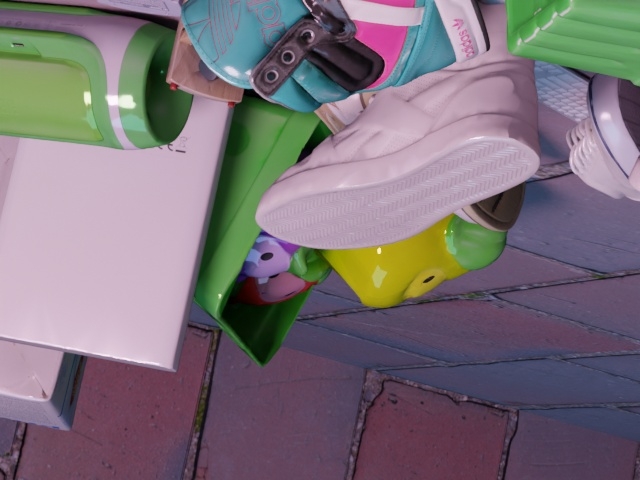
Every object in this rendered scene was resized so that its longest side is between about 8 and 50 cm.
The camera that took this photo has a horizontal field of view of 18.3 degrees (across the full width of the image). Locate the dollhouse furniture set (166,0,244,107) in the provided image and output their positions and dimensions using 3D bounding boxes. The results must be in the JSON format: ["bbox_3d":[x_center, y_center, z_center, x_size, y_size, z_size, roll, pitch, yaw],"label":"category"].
[{"bbox_3d":[-0.005,-0.165,1.577,0.184,0.129,0.129,16,168,-23],"label":"dollhouse furniture set"}]

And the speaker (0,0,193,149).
[{"bbox_3d":[-0.276,-0.159,1.901,0.297,0.131,0.131,7,168,22],"label":"speaker"}]

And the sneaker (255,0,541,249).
[{"bbox_3d":[0.070,-0.102,1.684,0.292,0.169,0.108,-19,143,39],"label":"sneaker"}]

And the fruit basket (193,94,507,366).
[{"bbox_3d":[0.000,0.000,2.141,0.392,0.283,0.392,29,172,4],"label":"fruit basket"}]

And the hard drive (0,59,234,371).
[{"bbox_3d":[-0.208,-0.039,1.955,0.203,0.307,0.040,10,170,10],"label":"hard drive"}]

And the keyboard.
[{"bbox_3d":[0.222,-0.135,1.796,0.072,0.014,0.256,1,165,44],"label":"keyboard"}]

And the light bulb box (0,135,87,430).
[{"bbox_3d":[-0.352,0.008,2.217,0.225,0.358,0.361,14,170,-1],"label":"light bulb box"}]

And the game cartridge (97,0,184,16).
[{"bbox_3d":[-0.162,-0.218,1.772,0.083,0.017,0.056,10,165,7],"label":"game cartridge"}]

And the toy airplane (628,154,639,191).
[{"bbox_3d":[0.443,-0.010,1.578,0.384,0.386,0.272,29,122,-24],"label":"toy airplane"}]

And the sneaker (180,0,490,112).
[{"bbox_3d":[-0.013,-0.185,1.268,0.178,0.124,0.295,-26,142,4],"label":"sneaker"}]

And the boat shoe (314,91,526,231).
[{"bbox_3d":[0.095,-0.102,1.872,0.103,0.113,0.302,5,157,36],"label":"boat shoe"}]

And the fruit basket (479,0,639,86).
[{"bbox_3d":[0.289,-0.192,1.176,0.353,0.165,0.327,-9,178,-5],"label":"fruit basket"}]

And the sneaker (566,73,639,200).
[{"bbox_3d":[0.263,-0.082,1.770,0.091,0.094,0.258,-6,161,20],"label":"sneaker"}]
